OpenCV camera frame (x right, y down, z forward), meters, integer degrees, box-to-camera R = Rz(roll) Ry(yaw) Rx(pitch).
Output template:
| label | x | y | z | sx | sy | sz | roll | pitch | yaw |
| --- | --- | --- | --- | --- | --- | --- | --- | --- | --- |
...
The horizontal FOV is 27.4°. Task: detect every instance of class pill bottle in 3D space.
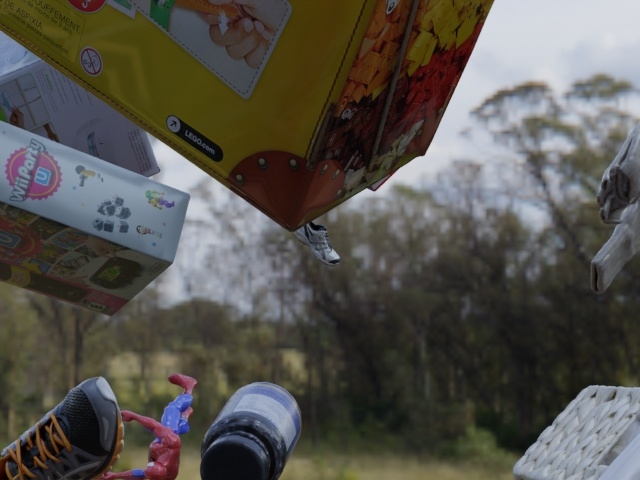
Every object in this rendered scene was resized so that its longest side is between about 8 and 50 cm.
| label | x | y | z | sx | sy | sz | roll | pitch | yaw |
| --- | --- | --- | --- | --- | --- | --- | --- | --- | --- |
| pill bottle | -0.103 | 0.293 | 1.889 | 0.123 | 0.122 | 0.219 | -1 | 13 | 10 |

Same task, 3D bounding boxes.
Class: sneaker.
| label | x | y | z | sx | sy | sz | roll | pitch | yaw |
| --- | --- | --- | --- | --- | --- | --- | --- | --- | --- |
| sneaker | -0.268 | 0.214 | 1.296 | 0.083 | 0.084 | 0.215 | 1 | -43 | -48 |
| sneaker | 0.000 | 0.000 | 1.731 | 0.037 | 0.083 | 0.032 | -42 | 19 | 19 |

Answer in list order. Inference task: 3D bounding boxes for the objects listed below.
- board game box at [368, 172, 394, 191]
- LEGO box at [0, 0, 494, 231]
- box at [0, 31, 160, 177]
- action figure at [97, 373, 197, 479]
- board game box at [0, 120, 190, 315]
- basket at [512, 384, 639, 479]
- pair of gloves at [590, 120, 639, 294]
| label | x | y | z | sx | sy | sz | roll | pitch | yaw |
| --- | --- | --- | --- | --- | --- | --- | --- | --- | --- |
| board game box | -0.014 | -0.147 | 1.420 | 0.193 | 0.045 | 0.146 | 30 | -23 | 43 |
| LEGO box | -0.104 | -0.307 | 0.942 | 0.500 | 0.372 | 0.193 | 35 | 36 | 18 |
| box | -0.366 | -0.166 | 1.762 | 0.231 | 0.126 | 0.262 | -27 | -42 | -12 |
| action figure | -0.270 | 0.294 | 2.017 | 0.139 | 0.091 | 0.280 | 6 | 17 | -4 |
| board game box | -0.328 | -0.029 | 1.448 | 0.303 | 0.097 | 0.224 | 21 | -28 | -20 |
| basket | 0.220 | 0.192 | 0.892 | 0.113 | 0.167 | 0.103 | -40 | 23 | -29 |
| pair of gloves | 0.418 | -0.063 | 1.719 | 0.042 | 0.204 | 0.240 | 23 | -36 | 27 |
